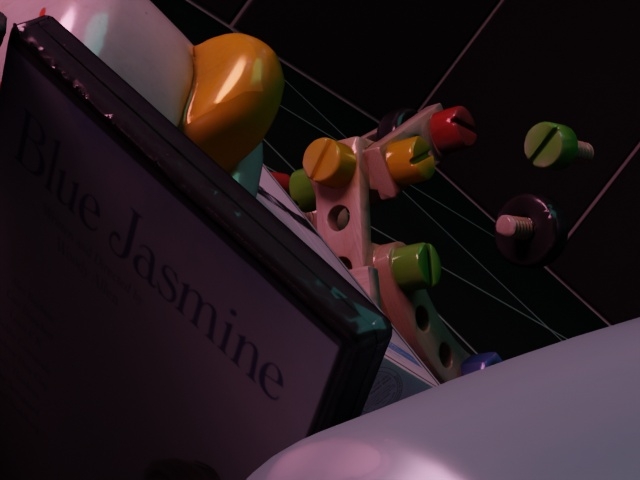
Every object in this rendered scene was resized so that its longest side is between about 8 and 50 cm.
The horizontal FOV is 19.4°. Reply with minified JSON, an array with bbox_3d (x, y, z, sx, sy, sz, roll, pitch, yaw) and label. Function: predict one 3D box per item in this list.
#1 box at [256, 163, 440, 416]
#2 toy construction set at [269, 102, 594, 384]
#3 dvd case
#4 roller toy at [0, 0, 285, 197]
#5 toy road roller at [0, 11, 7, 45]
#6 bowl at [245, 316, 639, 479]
[{"bbox_3d":[-0.066,0.053,0.944,0.087,0.169,0.290,31,10,-32],"label":"box"},{"bbox_3d":[0.000,0.000,1.436,0.309,0.257,0.237,18,8,38],"label":"toy construction set"},{"bbox_3d":[-0.073,0.065,0.705,0.022,0.253,0.180,-26,57,-40],"label":"dvd case"},{"bbox_3d":[-0.128,-0.029,0.877,0.146,0.209,0.191,44,-14,-31],"label":"roller toy"},{"bbox_3d":[-0.280,-0.076,0.706,0.240,0.202,0.329,20,17,-28],"label":"toy road roller"},{"bbox_3d":[0.051,0.170,0.541,0.163,0.312,0.311,5,26,-33],"label":"bowl"}]
